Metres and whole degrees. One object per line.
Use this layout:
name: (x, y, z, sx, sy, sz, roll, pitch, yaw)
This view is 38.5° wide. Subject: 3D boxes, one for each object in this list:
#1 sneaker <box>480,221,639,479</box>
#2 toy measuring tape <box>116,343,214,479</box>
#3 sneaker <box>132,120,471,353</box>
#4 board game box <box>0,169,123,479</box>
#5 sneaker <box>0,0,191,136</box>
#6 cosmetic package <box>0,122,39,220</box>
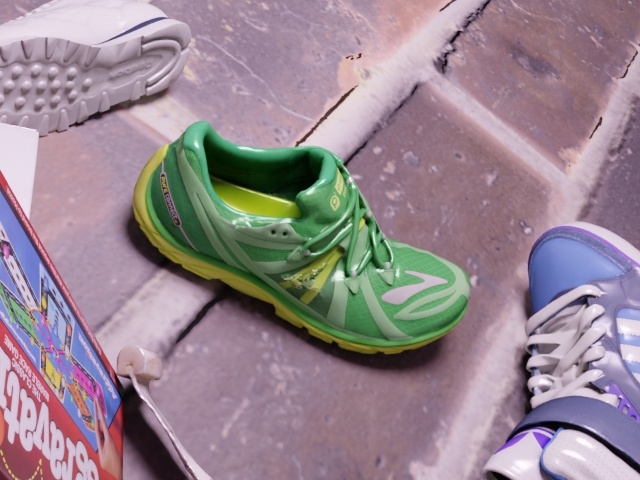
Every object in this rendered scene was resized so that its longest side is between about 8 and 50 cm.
sneaker: (0.209, 0.124, 0.751, 0.236, 0.130, 0.322, -1, 60, -39)
toy measuring tape: (0.002, 0.175, 0.575, 0.121, 0.121, 0.330, -22, 68, -43)
sneaker: (0.000, 0.000, 0.727, 0.295, 0.123, 0.109, 22, 44, -17)
board game box: (-0.151, 0.072, 0.470, 0.027, 0.281, 0.145, -8, 52, 1)
sneaker: (-0.220, -0.155, 0.761, 0.095, 0.090, 0.235, 40, 37, 21)
cosmetic package: (-0.221, 0.042, 0.562, 0.060, 0.099, 0.239, 13, 47, -24)
